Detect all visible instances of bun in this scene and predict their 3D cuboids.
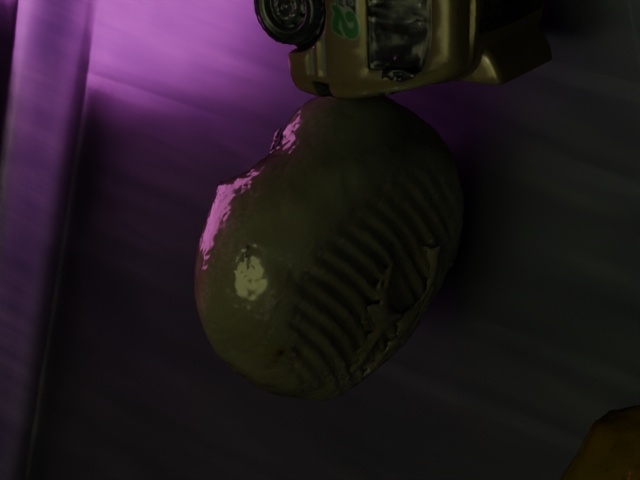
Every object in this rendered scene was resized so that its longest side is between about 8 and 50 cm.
[{"bbox_3d":[-0.001,0.005,1.462,0.168,0.273,0.273,27,125,29],"label":"bun"}]

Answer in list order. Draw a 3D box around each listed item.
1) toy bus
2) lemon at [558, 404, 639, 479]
[{"bbox_3d":[0.068,-0.289,1.329,0.202,0.177,0.365,12,115,32],"label":"toy bus"},{"bbox_3d":[0.295,0.247,1.301,0.293,0.293,0.293,18,120,35],"label":"lemon"}]
